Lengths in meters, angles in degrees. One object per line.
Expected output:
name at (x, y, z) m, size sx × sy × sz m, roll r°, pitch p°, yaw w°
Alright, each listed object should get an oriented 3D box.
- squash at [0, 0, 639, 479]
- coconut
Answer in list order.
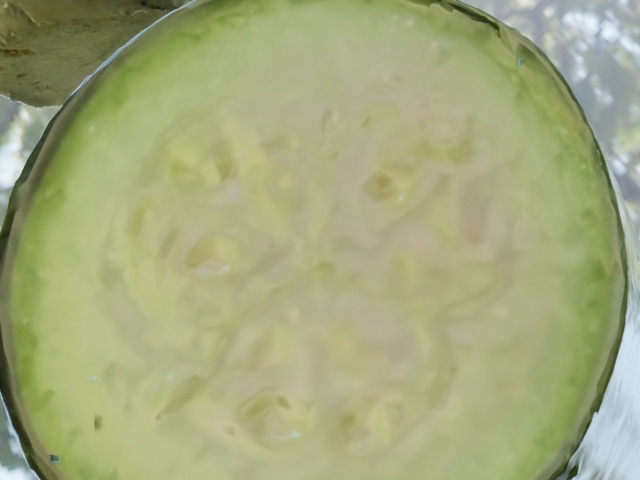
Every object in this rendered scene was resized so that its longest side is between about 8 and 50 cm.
squash at (0.035, 0.057, 0.924) m, size 0.263 × 0.263 × 0.384 m, roll -36°, pitch -20°, yaw 4°
coconut at (-0.188, -0.222, 1.345) m, size 0.227 × 0.230 × 0.227 m, roll -16°, pitch -18°, yaw -5°
